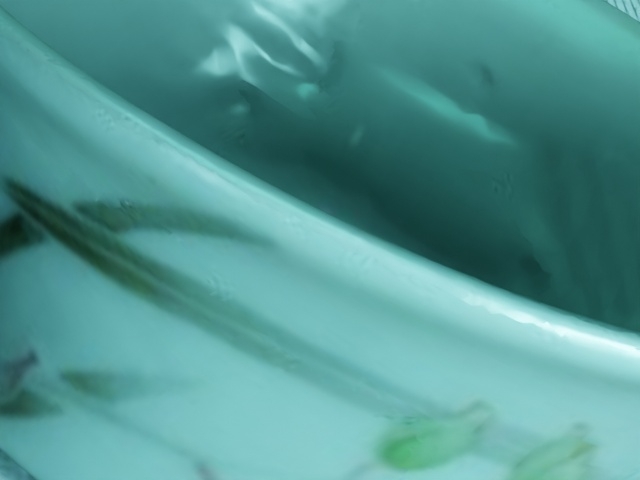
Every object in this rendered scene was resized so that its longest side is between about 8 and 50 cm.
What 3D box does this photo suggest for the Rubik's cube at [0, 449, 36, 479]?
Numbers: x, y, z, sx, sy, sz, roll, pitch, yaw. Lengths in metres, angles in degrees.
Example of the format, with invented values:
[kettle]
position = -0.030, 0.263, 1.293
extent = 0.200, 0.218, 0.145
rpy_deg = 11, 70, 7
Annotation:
[Rubik's cube]
position = -0.253, 0.078, 0.737
extent = 0.337, 0.344, 0.344
rpy_deg = 30, 20, 1

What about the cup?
[cup]
position = 0.000, 0.000, 0.541
extent = 0.347, 0.163, 0.347
rpy_deg = 22, 23, -10
